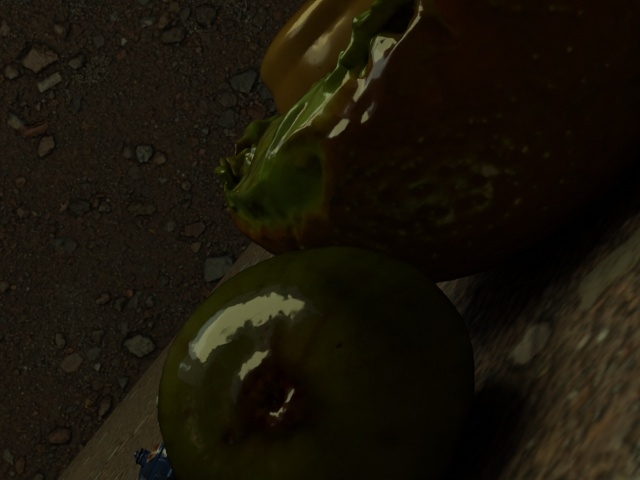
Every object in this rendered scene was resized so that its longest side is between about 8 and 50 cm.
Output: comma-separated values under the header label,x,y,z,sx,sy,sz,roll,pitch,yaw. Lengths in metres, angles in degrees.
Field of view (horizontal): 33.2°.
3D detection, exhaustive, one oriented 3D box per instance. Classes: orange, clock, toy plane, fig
label,x,y,z,sx,sy,sz,roll,pitch,yaw
orange,0.097,-0.110,0.618,0.334,0.196,0.262,-53,20,19
clock,0.075,-0.215,1.154,0.317,0.200,0.244,-38,-6,-36
toy plane,-0.167,0.245,1.050,0.167,0.062,0.054,-59,1,32
fig,0.003,0.083,0.516,0.142,0.148,0.186,-67,-29,-18

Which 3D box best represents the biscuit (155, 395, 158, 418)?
label,x,y,z,sx,sy,sz,roll,pitch,yaw
biscuit,-0.080,0.107,1.059,0.216,0.047,0.339,-38,-3,-9
